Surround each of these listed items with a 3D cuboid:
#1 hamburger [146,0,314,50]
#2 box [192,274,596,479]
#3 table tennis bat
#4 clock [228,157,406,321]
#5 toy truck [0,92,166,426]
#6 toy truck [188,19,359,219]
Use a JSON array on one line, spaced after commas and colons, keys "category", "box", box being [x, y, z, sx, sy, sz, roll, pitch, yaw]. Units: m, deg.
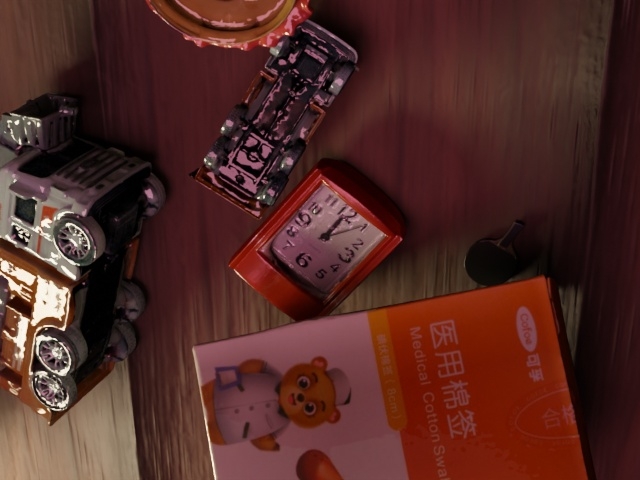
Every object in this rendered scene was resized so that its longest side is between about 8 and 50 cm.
[{"category": "hamburger", "box": [-0.075, -0.256, 1.023, 0.175, 0.137, 0.175, 5, 120, 9]}, {"category": "box", "box": [0.075, 0.172, 1.114, 0.341, 0.143, 0.225, -11, 82, 6]}, {"category": "table tennis bat", "box": [0.174, 0.012, 1.165, 0.050, 0.007, 0.083, 31, 124, 0]}, {"category": "clock", "box": [0.000, 0.000, 1.187, 0.113, 0.061, 0.155, 40, 118, -8]}, {"category": "toy truck", "box": [-0.285, 0.014, 1.246, 0.184, 0.133, 0.338, 26, 125, 14]}, {"category": "toy truck", "box": [-0.036, -0.117, 1.107, 0.080, 0.115, 0.178, 33, 100, -1]}]
